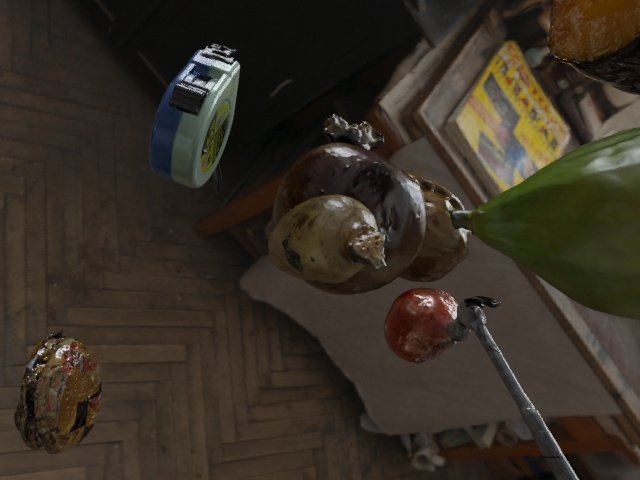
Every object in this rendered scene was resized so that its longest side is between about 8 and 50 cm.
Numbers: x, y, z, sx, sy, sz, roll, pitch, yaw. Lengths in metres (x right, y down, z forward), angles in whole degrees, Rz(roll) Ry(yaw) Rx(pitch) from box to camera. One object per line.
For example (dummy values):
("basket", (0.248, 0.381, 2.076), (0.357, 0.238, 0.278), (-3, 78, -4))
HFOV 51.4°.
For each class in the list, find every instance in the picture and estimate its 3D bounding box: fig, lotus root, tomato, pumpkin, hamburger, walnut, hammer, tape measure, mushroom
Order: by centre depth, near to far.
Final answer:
("fig", (0.345, -0.003, 0.795), (0.233, 0.314, 0.233), (55, 17, -27))
("pumpkin", (0.529, -0.378, 1.036), (0.225, 0.303, 0.256), (2, 61, -25))
("lotus root", (0.000, 0.000, 1.077), (0.154, 0.257, 0.140), (-25, 100, -38))
("hammer", (0.351, 0.285, 1.166), (0.044, 0.152, 0.427), (-13, 59, -21))
("tape measure", (-0.231, -0.160, 1.215), (0.097, 0.351, 0.215), (19, 48, 4))
("hamburger", (-0.479, 0.279, 1.227), (0.106, 0.231, 0.231), (10, 60, 2))
("mushroom", (0.038, -0.075, 1.411), (0.331, 0.334, 0.356), (10, 24, -49))
("tomato", (0.280, 0.231, 1.851), (0.232, 0.232, 0.189), (-3, 53, -43))
("walnut", (0.265, -0.045, 2.004), (0.397, 0.308, 0.354), (25, 29, -6))
